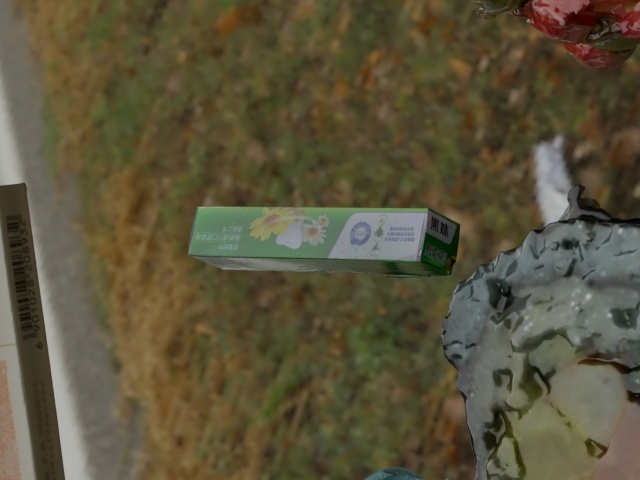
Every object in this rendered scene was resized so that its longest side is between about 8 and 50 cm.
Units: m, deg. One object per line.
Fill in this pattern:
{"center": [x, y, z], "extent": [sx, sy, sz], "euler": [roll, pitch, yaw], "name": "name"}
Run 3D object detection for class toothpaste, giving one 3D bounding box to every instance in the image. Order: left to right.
{"center": [0.000, 0.000, 1.165], "extent": [0.178, 0.043, 0.037], "euler": [1, 73, 35], "name": "toothpaste"}

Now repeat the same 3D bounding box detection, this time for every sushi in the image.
{"center": [0.208, 0.095, 1.137], "extent": [0.225, 0.219, 0.238], "euler": [8, 80, 34], "name": "sushi"}

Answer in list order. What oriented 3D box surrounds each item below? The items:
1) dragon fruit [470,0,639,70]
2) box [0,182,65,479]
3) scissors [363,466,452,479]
{"center": [0.209, -0.250, 1.402], "extent": [0.231, 0.303, 0.237], "euler": [-32, 75, 31], "name": "dragon fruit"}
{"center": [-0.317, 0.143, 1.589], "extent": [0.205, 0.051, 0.365], "euler": [-7, 92, 28], "name": "box"}
{"center": [0.078, 0.361, 1.610], "extent": [0.032, 0.180, 0.393], "euler": [121, 170, -46], "name": "scissors"}
